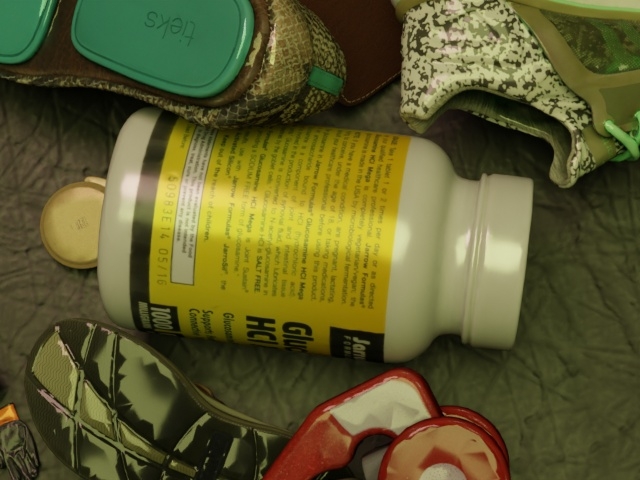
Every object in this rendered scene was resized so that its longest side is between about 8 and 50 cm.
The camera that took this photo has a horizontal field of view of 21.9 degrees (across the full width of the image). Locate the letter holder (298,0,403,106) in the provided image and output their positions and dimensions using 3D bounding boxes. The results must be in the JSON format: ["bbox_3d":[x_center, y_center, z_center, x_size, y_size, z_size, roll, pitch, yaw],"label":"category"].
[{"bbox_3d":[0.061,-0.295,1.444,0.302,0.214,0.152,-42,47,-4],"label":"letter holder"}]

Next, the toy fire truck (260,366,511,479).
[{"bbox_3d":[0.057,0.269,1.292,0.254,0.169,0.302,-28,86,4],"label":"toy fire truck"}]

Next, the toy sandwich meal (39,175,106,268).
[{"bbox_3d":[-0.206,-0.015,1.452,0.085,0.029,0.085,-1,83,5],"label":"toy sandwich meal"}]

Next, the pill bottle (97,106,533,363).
[{"bbox_3d":[0.000,0.000,1.351,0.334,0.188,0.188,7,79,6],"label":"pill bottle"}]

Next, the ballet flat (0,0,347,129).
[{"bbox_3d":[-0.178,-0.190,1.393,0.483,0.182,0.164,23,94,33],"label":"ballet flat"}]

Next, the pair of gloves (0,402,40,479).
[{"bbox_3d":[-0.286,0.187,1.424,0.083,0.010,0.074,-25,76,-4],"label":"pair of gloves"}]

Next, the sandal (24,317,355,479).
[{"bbox_3d":[-0.112,0.172,1.382,0.303,0.086,0.120,30,88,-7],"label":"sandal"}]

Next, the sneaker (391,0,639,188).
[{"bbox_3d":[0.240,-0.117,1.355,0.410,0.158,0.182,12,74,-1],"label":"sneaker"}]
